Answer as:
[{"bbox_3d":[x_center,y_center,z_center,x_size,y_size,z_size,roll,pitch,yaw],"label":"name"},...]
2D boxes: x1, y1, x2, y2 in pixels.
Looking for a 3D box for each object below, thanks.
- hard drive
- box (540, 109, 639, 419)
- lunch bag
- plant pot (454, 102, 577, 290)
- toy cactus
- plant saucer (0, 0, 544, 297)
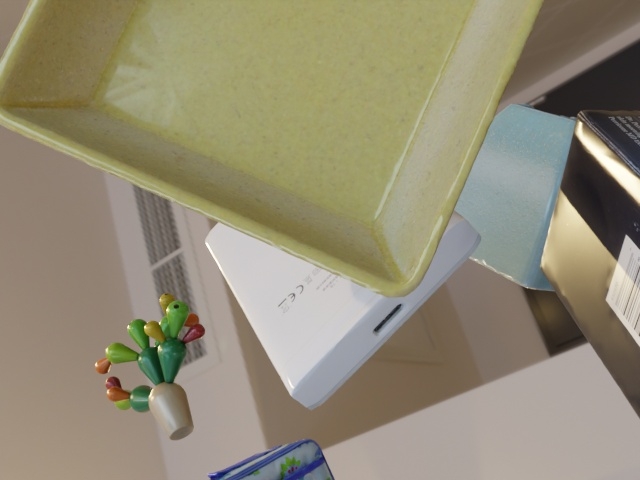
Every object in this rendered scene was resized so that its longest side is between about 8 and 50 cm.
[{"bbox_3d":[0.000,0.000,0.875,0.047,0.233,0.353,42,-176,-33],"label":"hard drive"},{"bbox_3d":[0.398,0.044,0.609,0.343,0.312,0.179,-106,15,-53],"label":"box"},{"bbox_3d":[-0.068,0.372,1.031,0.219,0.090,0.176,-14,-100,-44],"label":"lunch bag"},{"bbox_3d":[0.361,-0.076,1.249,0.247,0.252,0.247,7,-163,-37],"label":"plant pot"},{"bbox_3d":[-0.213,0.184,1.042,0.112,0.219,0.180,14,-144,-49],"label":"toy cactus"},{"bbox_3d":[-0.022,-0.168,0.578,0.332,0.333,0.081,24,175,5],"label":"plant saucer"}]
